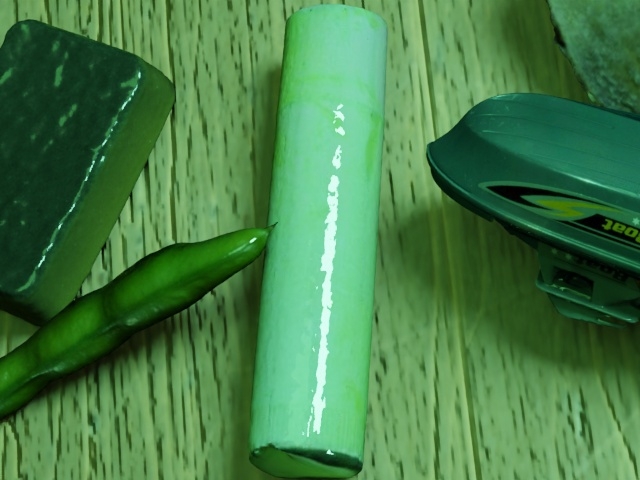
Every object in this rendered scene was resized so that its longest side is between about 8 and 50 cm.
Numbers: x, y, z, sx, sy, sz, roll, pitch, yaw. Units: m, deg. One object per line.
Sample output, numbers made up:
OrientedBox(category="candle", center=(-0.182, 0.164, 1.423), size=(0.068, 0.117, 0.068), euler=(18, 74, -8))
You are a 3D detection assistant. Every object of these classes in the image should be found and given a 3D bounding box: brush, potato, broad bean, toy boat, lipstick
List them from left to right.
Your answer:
OrientedBox(category="brush", center=(-0.195, -0.050, 1.220), size=(0.123, 0.059, 0.197), euler=(20, 79, 27))
OrientedBox(category="broad bean", center=(-0.146, 0.056, 1.154), size=(0.297, 0.060, 0.043), euler=(-32, 104, 24))
OrientedBox(category="lipstick", center=(0.000, 0.000, 1.122), size=(0.076, 0.076, 0.304), euler=(-3, 71, 19))
OrientedBox(category="toy boat", center=(0.194, -0.011, 1.021), size=(0.296, 0.114, 0.122), euler=(18, 121, 24))
OrientedBox(category="potato", center=(0.236, -0.123, 1.088), size=(0.261, 0.100, 0.120), euler=(46, 132, 12))
